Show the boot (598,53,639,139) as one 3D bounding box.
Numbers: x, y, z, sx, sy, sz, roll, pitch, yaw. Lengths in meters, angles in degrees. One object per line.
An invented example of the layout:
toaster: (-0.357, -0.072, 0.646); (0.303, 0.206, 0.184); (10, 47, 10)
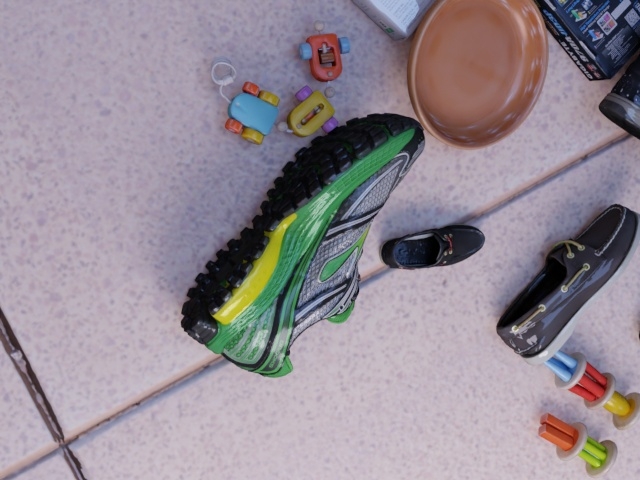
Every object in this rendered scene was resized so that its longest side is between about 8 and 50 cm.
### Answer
boot: (0.464, -0.184, 1.656); (0.236, 0.085, 0.179); (25, 94, -30)

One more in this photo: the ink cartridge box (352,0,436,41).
ink cartridge box: (0.069, -0.367, 1.554); (0.224, 0.056, 0.181); (41, 81, -11)

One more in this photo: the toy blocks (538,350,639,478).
toy blocks: (0.309, 0.204, 1.669); (0.148, 0.054, 0.123); (34, 82, -18)

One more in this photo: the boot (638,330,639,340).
boot: (0.544, 0.079, 1.720); (0.246, 0.094, 0.207); (15, 58, 15)

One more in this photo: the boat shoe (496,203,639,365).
boat shoe: (0.300, 0.042, 1.641); (0.068, 0.081, 0.228); (40, 83, -21)

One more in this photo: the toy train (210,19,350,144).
toy train: (-0.042, -0.172, 1.531); (0.166, 0.046, 0.125); (-15, 92, -17)

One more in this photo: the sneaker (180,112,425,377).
sneaker: (0.000, 0.000, 1.525); (0.146, 0.134, 0.343); (40, 90, -24)

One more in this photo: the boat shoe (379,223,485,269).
boat shoe: (0.137, 0.009, 1.605); (0.133, 0.042, 0.049); (-9, 94, -20)

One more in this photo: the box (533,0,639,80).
box: (0.356, -0.329, 1.650); (0.220, 0.051, 0.175); (-47, 107, -10)

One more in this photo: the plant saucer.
plant saucer: (0.178, -0.205, 1.582); (0.200, 0.037, 0.200); (-12, 112, -31)
